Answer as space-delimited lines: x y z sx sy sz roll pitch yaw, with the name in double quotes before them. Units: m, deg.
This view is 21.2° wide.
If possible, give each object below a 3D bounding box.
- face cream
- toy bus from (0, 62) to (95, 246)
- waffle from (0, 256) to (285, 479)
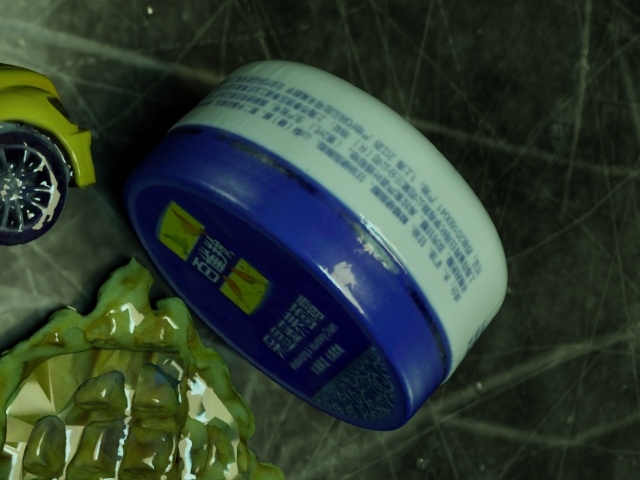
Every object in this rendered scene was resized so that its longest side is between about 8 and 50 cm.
"face cream" 0.000 0.000 0.948 0.111 0.206 0.206 -49 121 -23
"toy bus" -0.273 -0.059 0.780 0.331 0.145 0.151 -10 102 -34
"waffle" -0.125 0.146 0.974 0.223 0.054 0.204 -39 118 -26
